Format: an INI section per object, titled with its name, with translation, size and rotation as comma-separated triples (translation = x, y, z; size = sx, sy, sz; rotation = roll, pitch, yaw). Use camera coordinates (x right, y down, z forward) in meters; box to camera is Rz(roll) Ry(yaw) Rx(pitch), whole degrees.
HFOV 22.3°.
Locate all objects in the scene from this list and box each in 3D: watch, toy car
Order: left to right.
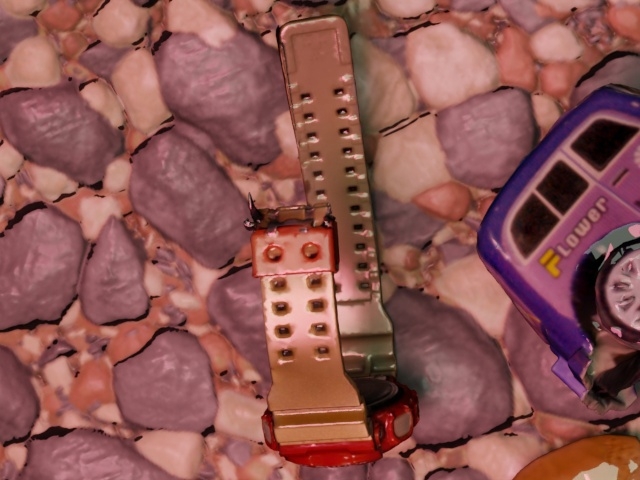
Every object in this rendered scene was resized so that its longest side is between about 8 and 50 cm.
[watch]
translation = 0.000, 0.009, 1.016
size = 0.102, 0.165, 0.268
rotation = -5, 111, 11
[toy car]
translation = 0.208, -0.017, 0.992
size = 0.235, 0.172, 0.158
rotation = -47, 68, 4

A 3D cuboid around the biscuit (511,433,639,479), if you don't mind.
[biscuit]
translation = 0.174, 0.283, 1.056
size = 0.154, 0.045, 0.299
rotation = -17, 87, 12
